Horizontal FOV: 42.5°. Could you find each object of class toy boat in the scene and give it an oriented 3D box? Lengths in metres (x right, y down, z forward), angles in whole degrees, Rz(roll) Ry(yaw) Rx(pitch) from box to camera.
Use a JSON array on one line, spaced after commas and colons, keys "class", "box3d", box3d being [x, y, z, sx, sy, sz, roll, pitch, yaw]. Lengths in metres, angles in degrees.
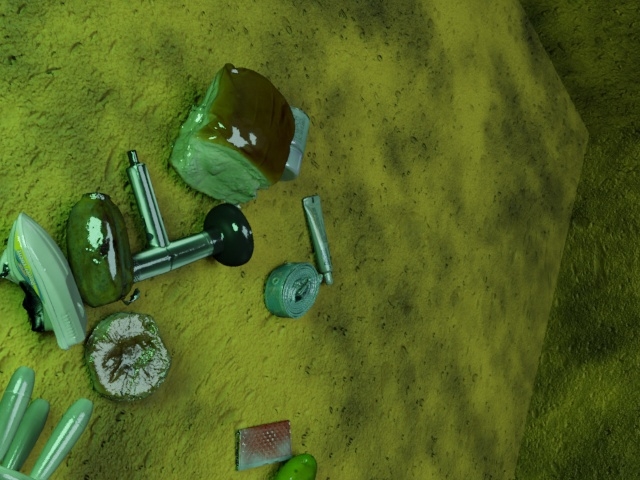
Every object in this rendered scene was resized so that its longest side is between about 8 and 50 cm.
[{"class": "toy boat", "box3d": [-0.541, 0.081, 1.577, 0.141, 0.140, 0.269, -53, 126, -40]}]

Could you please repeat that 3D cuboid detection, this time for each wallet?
[{"class": "wallet", "box3d": [-0.142, 0.520, 2.095, 0.196, 0.020, 0.103, 3, 85, -50]}]

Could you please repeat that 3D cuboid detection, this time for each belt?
[{"class": "belt", "box3d": [-0.071, 0.129, 2.176, 0.147, 0.082, 0.163, 45, 54, -43]}]

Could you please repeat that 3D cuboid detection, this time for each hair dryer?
[{"class": "hair dryer", "box3d": [-0.312, -0.058, 1.845, 0.320, 0.155, 0.284, -10, 107, -43]}]

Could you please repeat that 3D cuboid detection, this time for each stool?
[{"class": "stool", "box3d": [-0.548, 0.350, 1.479, 0.195, 0.195, 0.199, 44, 53, -39]}]

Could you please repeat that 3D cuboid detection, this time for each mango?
[{"class": "mango", "box3d": [-0.066, 0.622, 2.119, 0.178, 0.100, 0.119, -54, 167, -47]}]

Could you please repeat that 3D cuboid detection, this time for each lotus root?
[{"class": "lotus root", "box3d": [-0.454, 0.023, 1.686, 0.124, 0.123, 0.241, -17, 98, -81]}]

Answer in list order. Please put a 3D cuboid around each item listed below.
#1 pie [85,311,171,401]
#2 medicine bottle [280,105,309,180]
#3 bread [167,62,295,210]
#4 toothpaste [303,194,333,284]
[{"class": "pie", "box3d": [-0.411, 0.250, 1.746, 0.195, 0.046, 0.195, 3, 85, -31]}, {"class": "medicine bottle", "box3d": [-0.103, -0.252, 2.135, 0.135, 0.135, 0.169, 28, 65, -46]}, {"class": "bread", "box3d": [-0.199, -0.254, 1.942, 0.250, 0.225, 0.279, 31, 55, -34]}, {"class": "toothpaste", "box3d": [0.000, 0.000, 2.311, 0.067, 0.037, 0.255, -16, 95, -45]}]
